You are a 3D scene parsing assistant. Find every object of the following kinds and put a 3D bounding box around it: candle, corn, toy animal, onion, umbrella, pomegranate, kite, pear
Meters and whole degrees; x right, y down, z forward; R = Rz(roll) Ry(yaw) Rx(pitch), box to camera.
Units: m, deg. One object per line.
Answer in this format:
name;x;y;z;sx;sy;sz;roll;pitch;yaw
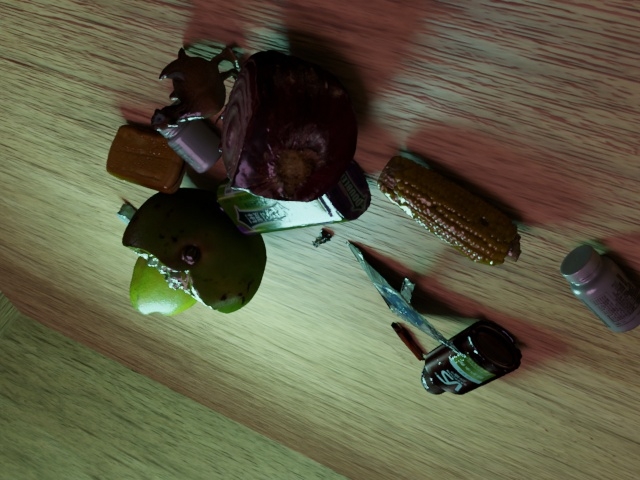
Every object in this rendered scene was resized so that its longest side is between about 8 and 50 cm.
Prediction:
candle;0.212;0.246;1.930;0.026;0.021;0.167;2;140;47
corn;0.211;-0.044;1.354;0.261;0.097;0.097;33;154;2
toy animal;-0.223;-0.256;1.399;0.188;0.179;0.089;46;164;41
onion;-0.037;-0.178;1.299;0.206;0.216;0.207;10;121;-23
umbrella;0.001;-0.002;1.746;0.031;0.020;0.083;38;159;-8
pomegranate;-0.253;0.002;1.848;0.309;0.216;0.358;32;-176;-2
kite;0.171;0.121;1.701;0.335;0.011;0.314;43;168;9
pear;-0.379;0.095;2.110;0.187;0.220;0.187;26;157;12

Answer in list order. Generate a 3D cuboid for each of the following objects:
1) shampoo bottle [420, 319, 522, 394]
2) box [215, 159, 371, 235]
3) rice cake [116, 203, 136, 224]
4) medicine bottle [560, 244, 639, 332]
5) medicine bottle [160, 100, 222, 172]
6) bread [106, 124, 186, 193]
shampoo bottle;0.302;0.262;1.787;0.129;0.084;0.323;38;154;0
box;-0.059;-0.086;1.584;0.345;0.097;0.134;-8;124;53
rice cake;-0.444;-0.017;2.187;0.211;0.043;0.034;45;147;-24
medicine bottle;0.442;0.074;1.314;0.140;0.079;0.079;41;153;-17
medicine bottle;-0.251;-0.199;1.618;0.130;0.080;0.080;45;152;-21
bread;-0.357;-0.169;1.764;0.200;0.116;0.077;16;173;31
